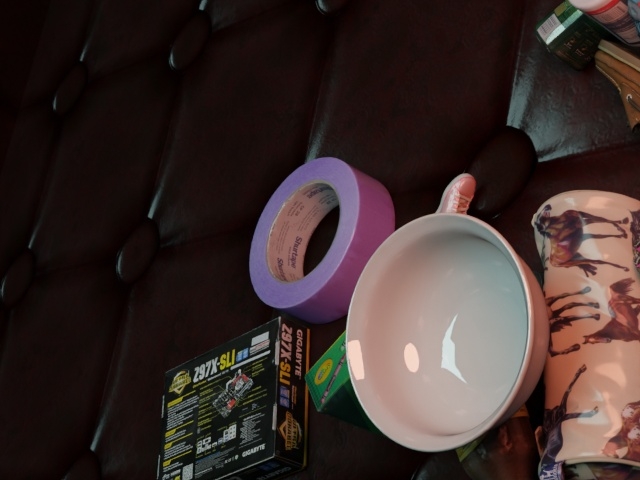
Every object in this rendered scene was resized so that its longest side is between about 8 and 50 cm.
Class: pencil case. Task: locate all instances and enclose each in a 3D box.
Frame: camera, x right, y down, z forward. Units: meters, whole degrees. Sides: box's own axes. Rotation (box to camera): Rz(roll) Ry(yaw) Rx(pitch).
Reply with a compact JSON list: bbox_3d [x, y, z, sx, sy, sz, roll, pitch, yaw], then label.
[{"bbox_3d":[0.353,0.134,1.823,0.183,0.160,0.410,-11,59,26],"label":"pencil case"}]

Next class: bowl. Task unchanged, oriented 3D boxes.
[{"bbox_3d":[0.183,0.121,1.789,0.298,0.134,0.298,-11,74,43],"label":"bowl"}]

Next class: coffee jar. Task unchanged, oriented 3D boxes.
[{"bbox_3d":[0.413,-0.345,2.096,0.184,0.096,0.079,-45,38,23],"label":"coffee jar"}]

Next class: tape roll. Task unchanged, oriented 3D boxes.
[{"bbox_3d":[0.000,0.000,2.408,0.275,0.090,0.275,-30,47,38],"label":"tape roll"}]

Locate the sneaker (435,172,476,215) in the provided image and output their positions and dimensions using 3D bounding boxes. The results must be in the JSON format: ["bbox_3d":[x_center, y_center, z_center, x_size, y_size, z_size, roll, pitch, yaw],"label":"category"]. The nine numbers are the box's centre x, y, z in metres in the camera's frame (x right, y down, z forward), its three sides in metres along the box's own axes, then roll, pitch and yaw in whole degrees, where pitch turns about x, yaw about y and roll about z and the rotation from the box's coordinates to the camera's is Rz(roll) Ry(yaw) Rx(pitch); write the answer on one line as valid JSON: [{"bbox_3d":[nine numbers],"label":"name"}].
[{"bbox_3d":[0.212,-0.034,2.198,0.134,0.051,0.070,-58,38,14],"label":"sneaker"}]

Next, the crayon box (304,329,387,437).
[{"bbox_3d":[0.129,0.158,2.085,0.278,0.165,0.081,-50,38,20],"label":"crayon box"}]

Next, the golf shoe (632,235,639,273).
[{"bbox_3d":[0.459,-0.013,1.801,0.067,0.086,0.186,-40,15,53],"label":"golf shoe"}]

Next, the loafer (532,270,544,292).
[{"bbox_3d":[0.288,0.119,1.998,0.062,0.061,0.170,-9,63,48],"label":"loafer"}]

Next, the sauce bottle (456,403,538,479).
[{"bbox_3d":[0.226,0.243,1.898,0.111,0.111,0.344,-34,64,35],"label":"sauce bottle"}]

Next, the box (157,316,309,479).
[{"bbox_3d":[-0.153,0.305,2.424,0.322,0.079,0.257,-28,47,39],"label":"box"}]

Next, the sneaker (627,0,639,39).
[{"bbox_3d":[0.488,-0.263,1.815,0.104,0.125,0.262,-19,37,-10],"label":"sneaker"}]

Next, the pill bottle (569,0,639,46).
[{"bbox_3d":[0.439,-0.335,1.984,0.108,0.180,0.108,-29,49,38],"label":"pill bottle"}]

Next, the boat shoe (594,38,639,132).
[{"bbox_3d":[0.456,-0.187,1.933,0.104,0.110,0.307,-69,27,18],"label":"boat shoe"}]
